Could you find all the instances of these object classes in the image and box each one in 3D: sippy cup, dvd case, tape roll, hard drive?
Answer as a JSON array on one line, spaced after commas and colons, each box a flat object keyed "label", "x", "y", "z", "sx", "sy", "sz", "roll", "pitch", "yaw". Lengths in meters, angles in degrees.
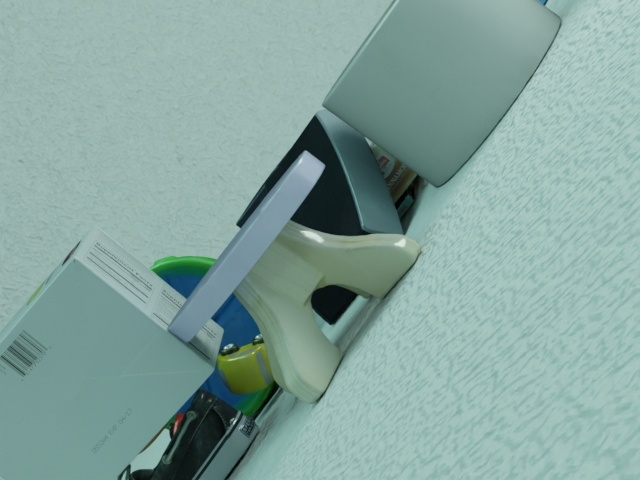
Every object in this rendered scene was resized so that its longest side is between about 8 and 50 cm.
[{"label": "sippy cup", "x": -0.140, "y": 0.123, "z": 1.815, "sx": 0.305, "sy": 0.240, "sz": 0.224, "roll": -14, "pitch": 3, "yaw": 14}, {"label": "dvd case", "x": 0.092, "y": -0.032, "z": 1.730, "sx": 0.087, "sy": 0.013, "sz": 0.119, "roll": -54, "pitch": 5, "yaw": 12}, {"label": "tape roll", "x": 0.137, "y": -0.207, "z": 1.549, "sx": 0.246, "sy": 0.169, "sz": 0.246, "roll": -54, "pitch": 5, "yaw": 7}, {"label": "hard drive", "x": 0.007, "y": -0.039, "z": 1.654, "sx": 0.172, "sy": 0.054, "sz": 0.255, "roll": -52, "pitch": 36, "yaw": 27}]

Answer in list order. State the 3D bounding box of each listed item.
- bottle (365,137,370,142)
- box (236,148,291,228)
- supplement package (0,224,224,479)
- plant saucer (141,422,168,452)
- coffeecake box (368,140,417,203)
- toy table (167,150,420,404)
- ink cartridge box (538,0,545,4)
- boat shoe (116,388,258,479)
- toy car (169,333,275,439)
[{"label": "bottle", "x": 0.058, "y": -0.079, "z": 1.946, "sx": 0.283, "sy": 0.092, "sz": 0.118, "roll": -53, "pitch": 10, "yaw": 22}, {"label": "box", "x": -0.044, "y": -0.055, "z": 2.475, "sx": 0.156, "sy": 0.158, "sz": 0.093, "roll": -52, "pitch": 5, "yaw": 30}, {"label": "supplement package", "x": -0.275, "y": 0.154, "z": 1.553, "sx": 0.262, "sy": 0.204, "sz": 0.145, "roll": -48, "pitch": 10, "yaw": 11}, {"label": "plant saucer", "x": -0.201, "y": 0.225, "z": 1.603, "sx": 0.083, "sy": 0.013, "sz": 0.083, "roll": -48, "pitch": 9, "yaw": 10}, {"label": "coffeecake box", "x": 0.086, "y": -0.100, "z": 1.763, "sx": 0.142, "sy": 0.068, "sz": 0.185, "roll": -53, "pitch": 3, "yaw": 26}, {"label": "toy table", "x": -0.027, "y": 0.046, "z": 1.417, "sx": 0.274, "sy": 0.161, "sz": 0.252, "roll": -49, "pitch": 7, "yaw": 50}, {"label": "ink cartridge box", "x": 0.226, "y": -0.266, "z": 1.769, "sx": 0.180, "sy": 0.060, "sz": 0.104, "roll": -57, "pitch": 5, "yaw": -34}, {"label": "boat shoe", "x": -0.202, "y": 0.315, "z": 1.611, "sx": 0.306, "sy": 0.105, "sz": 0.113, "roll": -53, "pitch": 4, "yaw": 13}, {"label": "toy car", "x": -0.176, "y": 0.173, "z": 1.660, "sx": 0.239, "sy": 0.225, "sz": 0.053, "roll": -53, "pitch": 9, "yaw": 12}]
